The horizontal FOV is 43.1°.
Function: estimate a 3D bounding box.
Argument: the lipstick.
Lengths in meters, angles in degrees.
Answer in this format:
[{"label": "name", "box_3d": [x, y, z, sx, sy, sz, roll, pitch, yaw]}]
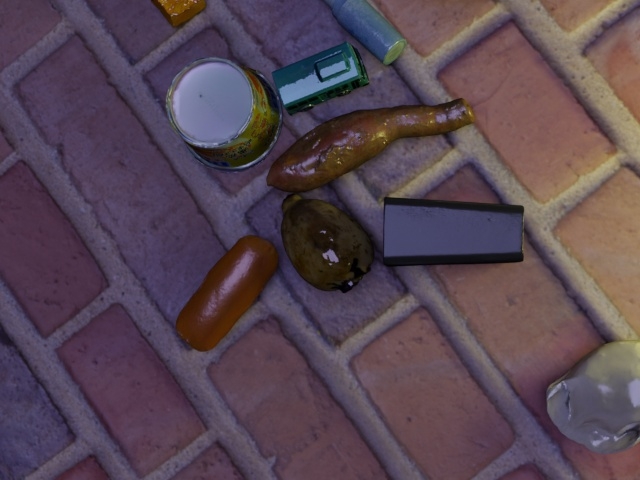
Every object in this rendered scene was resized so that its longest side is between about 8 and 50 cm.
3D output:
[{"label": "lipstick", "box_3d": [0.041, -0.428, 1.464, 0.061, 0.068, 0.274, -41, 75, -8]}]

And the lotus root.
[{"label": "lotus root", "box_3d": [0.000, 0.000, 1.427, 0.138, 0.138, 0.214, -46, 71, 4]}]

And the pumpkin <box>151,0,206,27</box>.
[{"label": "pumpkin", "box_3d": [-0.268, -0.448, 1.519, 0.083, 0.054, 0.074, -37, 86, -16]}]

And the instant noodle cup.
[{"label": "instant noodle cup", "box_3d": [-0.181, -0.233, 1.447, 0.205, 0.153, 0.205, -1, 87, 10]}]

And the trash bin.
[{"label": "trash bin", "box_3d": [0.221, -0.013, 1.371, 0.226, 0.165, 0.115, 0, 87, 6]}]

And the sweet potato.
[{"label": "sweet potato", "box_3d": [0.079, -0.183, 1.434, 0.385, 0.109, 0.109, -23, 84, 1]}]

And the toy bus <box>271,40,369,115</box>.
[{"label": "toy bus", "box_3d": [0.001, -0.291, 1.451, 0.160, 0.092, 0.079, -20, 86, 7]}]

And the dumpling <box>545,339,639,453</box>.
[{"label": "dumpling", "box_3d": [0.498, 0.249, 1.331, 0.250, 0.132, 0.162, -28, 80, 7]}]

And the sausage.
[{"label": "sausage", "box_3d": [-0.167, 0.091, 1.461, 0.098, 0.098, 0.238, 39, 95, 8]}]
